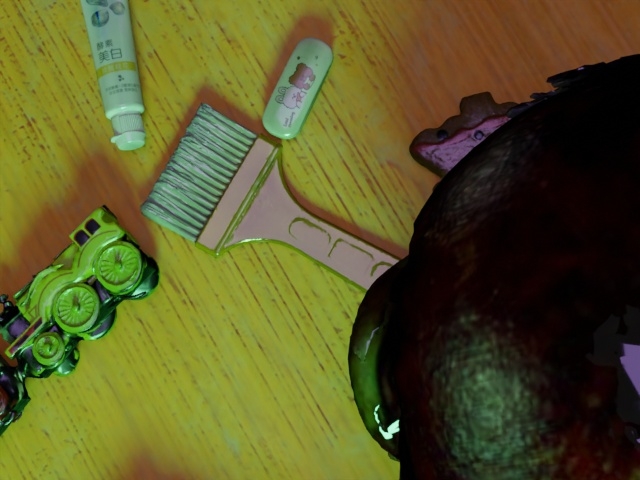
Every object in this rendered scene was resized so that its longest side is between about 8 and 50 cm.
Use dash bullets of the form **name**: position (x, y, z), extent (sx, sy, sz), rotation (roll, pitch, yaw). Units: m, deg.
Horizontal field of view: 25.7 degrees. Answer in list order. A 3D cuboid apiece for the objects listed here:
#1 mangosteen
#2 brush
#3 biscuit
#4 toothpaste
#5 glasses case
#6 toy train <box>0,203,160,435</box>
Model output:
- **mangosteen**: position (0.212, 0.076, 0.864), extent (0.381, 0.421, 0.381), rotation (1, 86, -8)
- **brush**: position (0.000, 0.000, 1.081), extent (0.272, 0.013, 0.103), rotation (29, 85, 7)
- **biscuit**: position (0.136, -0.051, 1.076), extent (0.119, 0.019, 0.130), rotation (-16, 81, 1)
- **toothpaste**: position (-0.166, -0.164, 1.109), extent (0.048, 0.031, 0.190), rotation (-13, 78, 5)
- **glasses case**: position (-0.017, -0.119, 1.095), extent (0.032, 0.021, 0.083), rotation (25, 84, 5)
- **toy train**: position (-0.229, 0.085, 1.065), extent (0.249, 0.053, 0.085), rotation (-45, 73, -3)
